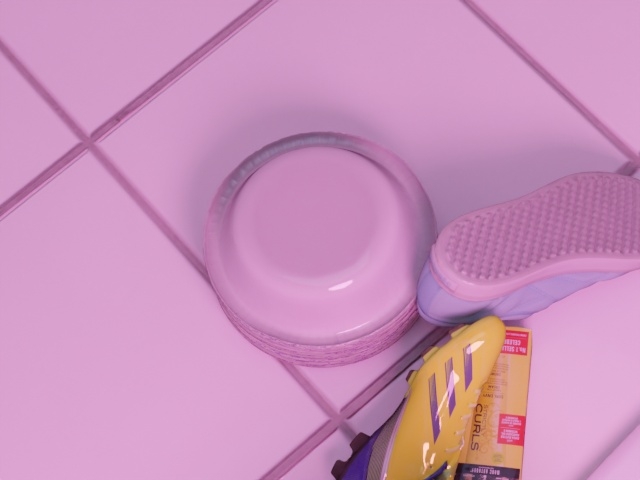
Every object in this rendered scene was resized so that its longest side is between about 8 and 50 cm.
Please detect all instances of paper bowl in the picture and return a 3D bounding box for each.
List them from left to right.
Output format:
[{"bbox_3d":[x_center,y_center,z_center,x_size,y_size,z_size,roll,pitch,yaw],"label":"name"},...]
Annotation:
[{"bbox_3d":[0.000,0.000,1.919,0.284,0.148,0.284,-2,67,5],"label":"paper bowl"}]

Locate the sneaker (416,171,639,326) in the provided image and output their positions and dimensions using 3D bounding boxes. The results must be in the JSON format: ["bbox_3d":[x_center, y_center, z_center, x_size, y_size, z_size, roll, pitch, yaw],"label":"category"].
[{"bbox_3d":[0.267,0.018,1.899,0.366,0.150,0.135,-9,62,-26],"label":"sneaker"}]

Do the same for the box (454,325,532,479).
[{"bbox_3d":[0.200,0.217,1.861,0.087,0.058,0.232,6,69,8],"label":"box"}]

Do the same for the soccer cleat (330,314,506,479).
[{"bbox_3d":[0.133,0.213,1.813,0.121,0.093,0.289,44,105,26],"label":"soccer cleat"}]

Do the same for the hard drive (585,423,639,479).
[{"bbox_3d":[0.412,0.311,1.815,0.307,0.040,0.203,-44,71,-11],"label":"hard drive"}]
